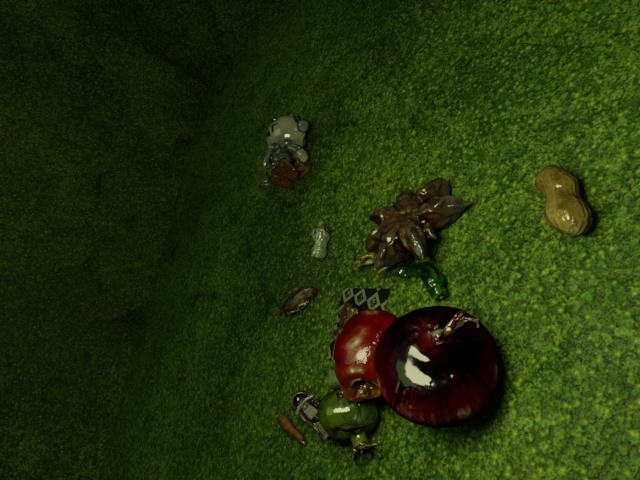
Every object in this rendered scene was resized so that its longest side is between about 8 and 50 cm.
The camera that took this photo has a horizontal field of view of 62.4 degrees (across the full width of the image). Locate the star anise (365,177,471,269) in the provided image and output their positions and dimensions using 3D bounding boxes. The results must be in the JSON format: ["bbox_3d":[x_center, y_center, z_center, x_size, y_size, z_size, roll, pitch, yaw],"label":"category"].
[{"bbox_3d":[0.245,-0.042,1.397,0.315,0.108,0.315,-31,26,17],"label":"star anise"}]

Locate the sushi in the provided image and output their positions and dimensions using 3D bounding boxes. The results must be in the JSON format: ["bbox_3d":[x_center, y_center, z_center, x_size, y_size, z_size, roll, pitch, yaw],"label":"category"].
[{"bbox_3d":[0.089,0.243,1.544,0.220,0.047,0.231,-6,65,55],"label":"sushi"}]

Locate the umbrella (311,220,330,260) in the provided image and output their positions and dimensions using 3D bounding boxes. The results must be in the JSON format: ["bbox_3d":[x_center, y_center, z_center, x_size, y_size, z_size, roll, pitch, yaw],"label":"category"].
[{"bbox_3d":[0.000,0.000,1.826,0.062,0.067,0.143,78,-165,-72],"label":"umbrella"}]

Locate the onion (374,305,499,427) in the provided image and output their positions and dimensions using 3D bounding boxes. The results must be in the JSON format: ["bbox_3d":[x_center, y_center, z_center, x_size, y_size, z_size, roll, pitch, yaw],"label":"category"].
[{"bbox_3d":[0.240,0.241,1.106,0.273,0.285,0.273,-6,47,7],"label":"onion"}]

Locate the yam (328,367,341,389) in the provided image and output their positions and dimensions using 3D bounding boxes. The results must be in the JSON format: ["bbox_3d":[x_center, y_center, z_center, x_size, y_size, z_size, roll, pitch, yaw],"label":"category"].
[{"bbox_3d":[0.087,0.371,1.443,0.169,0.068,0.068,-23,52,47],"label":"yam"}]

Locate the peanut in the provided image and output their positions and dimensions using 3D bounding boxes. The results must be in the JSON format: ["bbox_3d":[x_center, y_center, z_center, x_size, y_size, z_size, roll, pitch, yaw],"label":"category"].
[{"bbox_3d":[0.503,-0.085,1.105,0.089,0.089,0.192,-38,37,39],"label":"peanut"}]

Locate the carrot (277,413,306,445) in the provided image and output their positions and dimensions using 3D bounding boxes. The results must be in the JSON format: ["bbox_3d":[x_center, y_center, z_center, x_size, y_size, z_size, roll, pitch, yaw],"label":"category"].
[{"bbox_3d":[-0.088,0.576,1.607,0.165,0.036,0.035,26,93,56],"label":"carrot"}]

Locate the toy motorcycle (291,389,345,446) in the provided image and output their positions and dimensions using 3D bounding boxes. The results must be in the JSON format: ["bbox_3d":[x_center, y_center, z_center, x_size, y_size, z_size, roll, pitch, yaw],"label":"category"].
[{"bbox_3d":[-0.008,0.484,1.465,0.082,0.122,0.213,-53,33,-3],"label":"toy motorcycle"}]

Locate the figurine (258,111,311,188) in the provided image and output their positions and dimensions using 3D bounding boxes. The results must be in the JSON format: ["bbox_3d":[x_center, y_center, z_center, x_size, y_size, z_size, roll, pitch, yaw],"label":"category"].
[{"bbox_3d":[-0.129,-0.373,2.156,0.261,0.186,0.381,-38,37,30],"label":"figurine"}]

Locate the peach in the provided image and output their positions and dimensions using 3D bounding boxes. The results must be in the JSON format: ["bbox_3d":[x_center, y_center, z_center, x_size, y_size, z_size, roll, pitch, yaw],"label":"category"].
[{"bbox_3d":[0.141,0.254,1.312,0.154,0.158,0.267,-11,24,35],"label":"peach"}]

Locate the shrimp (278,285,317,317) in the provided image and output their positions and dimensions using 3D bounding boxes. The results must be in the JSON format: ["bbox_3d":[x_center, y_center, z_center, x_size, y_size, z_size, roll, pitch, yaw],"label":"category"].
[{"bbox_3d":[-0.084,0.213,1.807,0.190,0.073,0.074,-45,33,23],"label":"shrimp"}]

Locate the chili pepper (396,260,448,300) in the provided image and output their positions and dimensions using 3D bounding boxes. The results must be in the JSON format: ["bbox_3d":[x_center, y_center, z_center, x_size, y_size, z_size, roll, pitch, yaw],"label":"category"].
[{"bbox_3d":[0.268,0.093,1.370,0.182,0.050,0.073,37,111,61],"label":"chili pepper"}]

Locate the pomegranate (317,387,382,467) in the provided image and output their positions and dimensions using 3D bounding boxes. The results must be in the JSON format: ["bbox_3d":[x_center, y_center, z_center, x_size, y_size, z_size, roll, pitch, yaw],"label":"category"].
[{"bbox_3d":[0.079,0.462,1.327,0.152,0.131,0.191,-19,61,3],"label":"pomegranate"}]

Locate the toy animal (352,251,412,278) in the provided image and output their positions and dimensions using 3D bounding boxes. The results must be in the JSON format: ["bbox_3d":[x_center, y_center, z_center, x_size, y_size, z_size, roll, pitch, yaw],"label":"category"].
[{"bbox_3d":[0.171,0.057,1.520,0.099,0.056,0.241,-35,18,-20],"label":"toy animal"}]
